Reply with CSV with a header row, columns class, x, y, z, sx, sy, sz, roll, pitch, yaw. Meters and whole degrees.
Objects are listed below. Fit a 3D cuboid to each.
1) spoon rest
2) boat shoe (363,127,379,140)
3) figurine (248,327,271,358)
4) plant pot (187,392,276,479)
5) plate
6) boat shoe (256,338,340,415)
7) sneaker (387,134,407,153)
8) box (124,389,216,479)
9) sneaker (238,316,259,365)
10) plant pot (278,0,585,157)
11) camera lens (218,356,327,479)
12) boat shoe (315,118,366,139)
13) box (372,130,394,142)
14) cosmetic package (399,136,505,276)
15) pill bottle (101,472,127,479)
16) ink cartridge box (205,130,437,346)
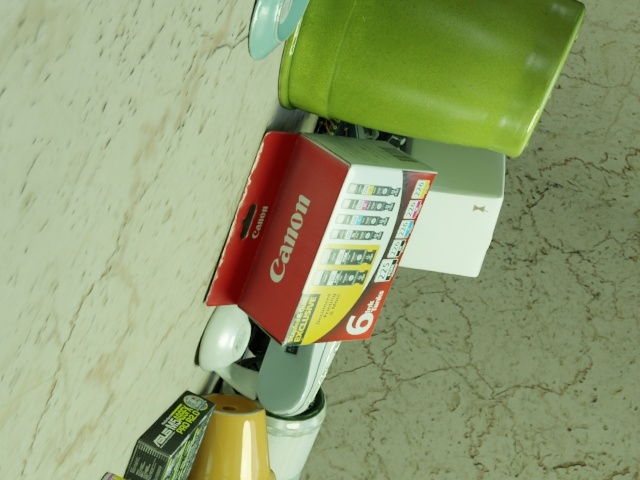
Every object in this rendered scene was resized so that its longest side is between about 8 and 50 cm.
class,x,y,z,sx,sy,sz,roll,pitch,yaw
spoon rest,-0.163,0.194,1.747,0.276,0.084,0.137,77,34,-56
boat shoe,0.066,-0.208,1.921,0.116,0.099,0.319,-43,155,-63
figurine,-0.064,0.098,1.983,0.215,0.092,0.209,-52,152,-54
plant pot,-0.177,0.388,1.827,0.205,0.205,0.187,-33,130,-77
plate,-0.035,-0.302,1.198,0.188,0.024,0.188,24,90,-84
boat shoe,-0.003,0.159,1.871,0.156,0.136,0.367,46,59,-68
sneaker,0.142,-0.134,2.094,0.300,0.111,0.121,-40,175,-21
box,-0.273,0.407,1.637,0.216,0.060,0.270,-43,156,-70
sneaker,-0.132,0.151,1.856,0.089,0.051,0.170,-64,178,-53
plant pot,0.175,-0.292,1.441,0.366,0.353,0.366,25,90,-82
camera lens,-0.123,0.393,2.035,0.219,0.219,0.274,-52,164,-63
boat shoe,0.027,-0.214,1.779,0.083,0.065,0.183,-31,143,-9
box,0.157,-0.307,2.283,0.395,0.097,0.318,13,99,-81
cosmetic package,0.240,-0.187,1.808,0.230,0.162,0.453,95,3,-53
pill bottle,-0.272,0.364,1.402,0.043,0.083,0.043,25,90,-83
ink cartridge box,0.000,0.000,1.539,0.272,0.130,0.309,0,117,-45
